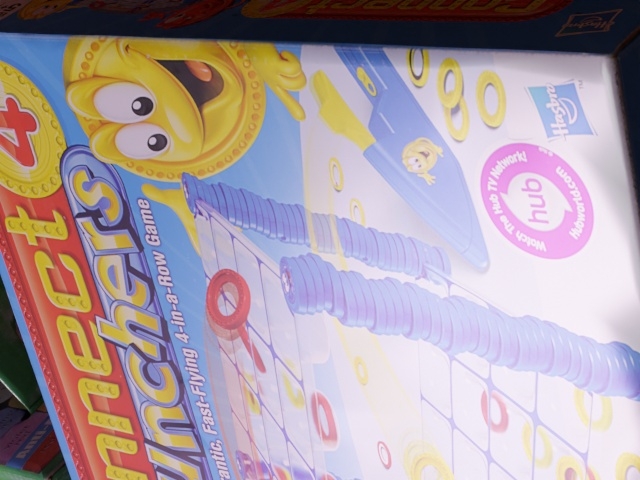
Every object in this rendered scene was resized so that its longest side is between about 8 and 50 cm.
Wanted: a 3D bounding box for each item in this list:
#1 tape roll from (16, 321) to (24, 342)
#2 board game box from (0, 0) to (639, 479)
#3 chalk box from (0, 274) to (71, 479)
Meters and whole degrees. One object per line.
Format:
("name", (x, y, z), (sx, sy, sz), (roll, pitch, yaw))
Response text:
("tape roll", (-0.326, 0.068, 1.200), (0.392, 0.072, 0.392), (28, 142, 25))
("board game box", (0.020, 0.047, 0.633), (0.302, 0.086, 0.308), (7, 122, 38))
("chalk box", (-0.085, 0.126, 0.955), (0.179, 0.180, 0.289), (-1, 130, 57))
